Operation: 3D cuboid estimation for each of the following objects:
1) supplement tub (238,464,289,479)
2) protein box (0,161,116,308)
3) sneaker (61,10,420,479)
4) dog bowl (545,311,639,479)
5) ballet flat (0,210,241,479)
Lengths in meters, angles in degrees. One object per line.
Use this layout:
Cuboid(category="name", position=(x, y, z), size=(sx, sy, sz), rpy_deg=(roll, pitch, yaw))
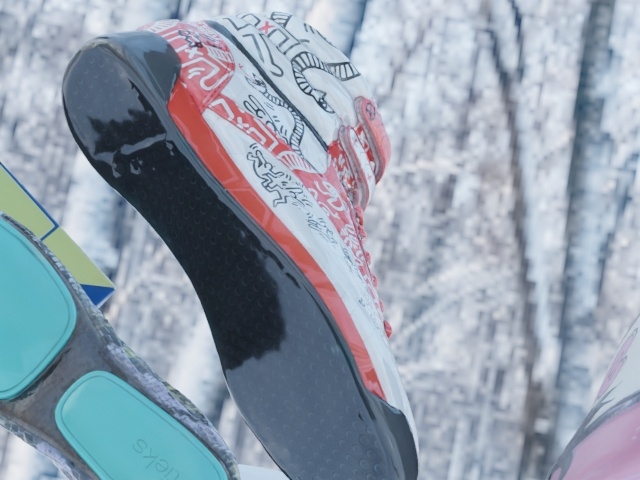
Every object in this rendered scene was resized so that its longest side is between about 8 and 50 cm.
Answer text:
Cuboid(category="supplement tub", position=(-0.067, 0.319, 1.041), size=(0.241, 0.241, 0.331), rpy_deg=(11, -52, 1))
Cuboid(category="protein box", position=(-0.249, 0.067, 0.928), size=(0.136, 0.200, 0.201), rpy_deg=(48, -35, -2))
Cuboid(category="sneaker", position=(0.000, -0.001, 0.861), size=(0.145, 0.270, 0.090), rpy_deg=(-20, -20, -45))
Cuboid(category="dog bowl", position=(0.262, 0.197, 0.778), size=(0.408, 0.408, 0.150), rpy_deg=(1, 27, 43))
Cuboid(category="ballet flat", position=(-0.063, 0.036, 0.435), size=(0.114, 0.041, 0.041), rpy_deg=(44, -1, 17))
